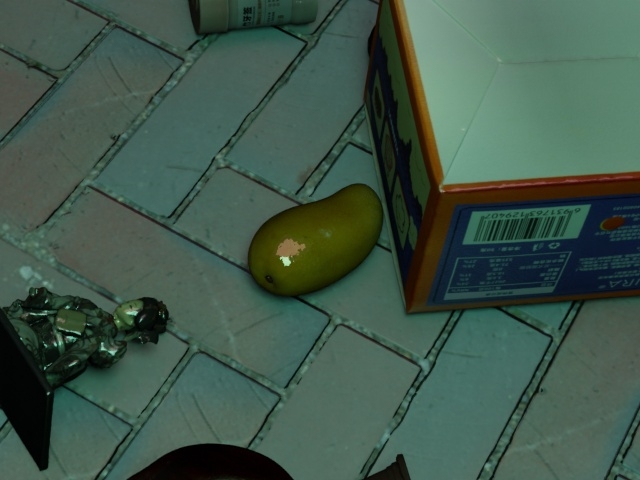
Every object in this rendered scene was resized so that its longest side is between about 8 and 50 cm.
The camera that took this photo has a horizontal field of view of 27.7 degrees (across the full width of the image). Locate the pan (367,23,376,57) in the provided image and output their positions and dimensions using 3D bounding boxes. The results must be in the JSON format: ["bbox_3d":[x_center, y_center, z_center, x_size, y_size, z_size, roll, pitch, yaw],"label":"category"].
[{"bbox_3d":[0.161,-0.255,1.638,0.212,0.040,0.115,-17,59,-9],"label":"pan"}]

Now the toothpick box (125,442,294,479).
[{"bbox_3d":[-0.103,0.328,1.143,0.192,0.192,0.294,7,61,-2],"label":"toothpick box"}]

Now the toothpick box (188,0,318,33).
[{"bbox_3d":[-0.085,-0.312,1.614,0.148,0.098,0.098,-8,58,-13],"label":"toothpick box"}]

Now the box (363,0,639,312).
[{"bbox_3d":[0.247,-0.116,1.431,0.348,0.257,0.319,-5,56,-9],"label":"box"}]

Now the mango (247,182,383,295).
[{"bbox_3d":[0.000,0.000,1.430,0.184,0.085,0.102,-29,60,-34],"label":"mango"}]

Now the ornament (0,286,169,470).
[{"bbox_3d":[-0.236,0.094,1.314,0.196,0.153,0.166,-24,63,-31],"label":"ornament"}]

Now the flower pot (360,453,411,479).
[{"bbox_3d":[0.054,0.271,1.253,0.089,0.111,0.111,-18,59,0],"label":"flower pot"}]
